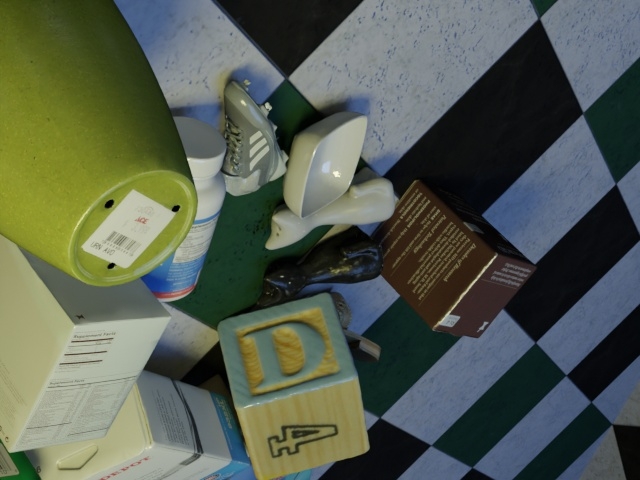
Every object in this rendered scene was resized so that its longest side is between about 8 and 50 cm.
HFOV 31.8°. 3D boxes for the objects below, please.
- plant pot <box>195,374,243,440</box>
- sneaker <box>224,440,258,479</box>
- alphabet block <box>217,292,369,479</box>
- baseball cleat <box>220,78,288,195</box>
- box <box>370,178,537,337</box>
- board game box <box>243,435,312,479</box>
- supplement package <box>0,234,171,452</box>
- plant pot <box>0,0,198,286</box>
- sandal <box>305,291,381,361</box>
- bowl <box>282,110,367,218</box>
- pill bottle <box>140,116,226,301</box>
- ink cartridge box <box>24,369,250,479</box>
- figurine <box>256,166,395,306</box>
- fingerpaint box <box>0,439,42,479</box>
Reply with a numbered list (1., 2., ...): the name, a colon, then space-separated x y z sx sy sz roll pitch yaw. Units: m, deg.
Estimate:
1. plant pot: -0.185 0.309 1.868 0.109 0.096 0.109 -29 146 -22
2. sneaker: -0.109 0.506 1.890 0.130 0.236 0.323 -22 148 -30
3. alphabet block: -0.043 0.232 1.778 0.193 0.192 0.197 -13 135 -3
4. baseball cleat: -0.102 -0.120 1.461 0.109 0.072 0.206 -39 148 -7
5. box: 0.214 0.033 1.886 0.167 0.203 0.168 -52 149 14
6. board game box: -0.140 0.488 2.156 0.253 0.079 0.336 -24 145 -29
7. supplement package: -0.324 0.111 1.367 0.149 0.194 0.203 -1 130 -50
8. plant pot: -0.253 -0.099 1.096 0.274 0.293 0.275 -30 147 -22
9. sandal: 0.020 0.128 1.914 0.240 0.088 0.079 34 61 -38
10. bowl: 0.000 -0.114 1.576 0.142 0.053 0.142 -35 149 -48
11. pill bottle: -0.189 -0.041 1.408 0.124 0.124 0.222 -14 138 -39
12. ink cartridge box: -0.278 0.305 1.647 0.223 0.129 0.307 -26 156 13
13. figurine: 0.000 0.000 1.720 0.209 0.092 0.215 -21 142 -26
14. fingerpaint box: -0.633 0.403 1.401 0.444 0.163 0.371 2 126 -49
